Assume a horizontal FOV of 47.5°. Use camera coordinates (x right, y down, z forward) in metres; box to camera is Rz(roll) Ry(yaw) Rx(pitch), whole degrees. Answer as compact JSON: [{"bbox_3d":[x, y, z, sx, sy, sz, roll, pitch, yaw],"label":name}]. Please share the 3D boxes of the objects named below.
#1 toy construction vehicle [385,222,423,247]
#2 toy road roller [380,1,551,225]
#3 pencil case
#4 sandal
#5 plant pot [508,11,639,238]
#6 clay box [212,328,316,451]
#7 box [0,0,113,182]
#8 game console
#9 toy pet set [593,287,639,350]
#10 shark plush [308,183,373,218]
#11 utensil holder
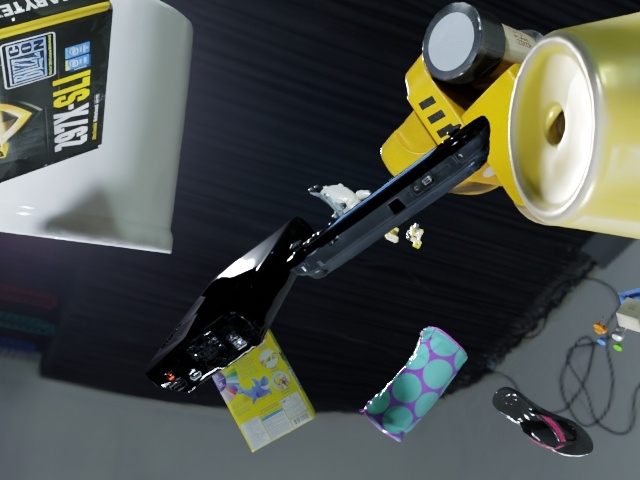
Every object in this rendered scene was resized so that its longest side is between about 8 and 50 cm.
[{"bbox_3d":[0.167,-0.025,1.478,0.035,0.086,0.098,-61,7,27],"label":"toy construction vehicle"},{"bbox_3d":[0.226,-0.117,0.930,0.240,0.203,0.329,-49,54,36],"label":"toy road roller"},{"bbox_3d":[0.122,0.185,0.944,0.070,0.064,0.151,38,89,30],"label":"pencil case"},{"bbox_3d":[0.362,0.308,1.196,0.067,0.179,0.040,-61,-4,30],"label":"sandal"},{"bbox_3d":[0.308,-0.101,0.633,0.254,0.239,0.253,178,90,-81],"label":"plant pot"},{"bbox_3d":[-0.116,0.244,1.295,0.222,0.127,0.053,61,-178,6],"label":"clay box"},{"bbox_3d":[-0.369,-0.158,0.798,0.079,0.257,0.322,59,154,8],"label":"box"},{"bbox_3d":[0.000,0.000,0.658,0.361,0.044,0.213,-35,12,24],"label":"game console"},{"bbox_3d":[0.534,0.137,1.235,0.122,0.114,0.065,19,56,46],"label":"toy pet set"},{"bbox_3d":[0.024,-0.062,1.318,0.161,0.073,0.067,21,129,36],"label":"shark plush"},{"bbox_3d":[-0.382,-0.188,1.194,0.328,0.328,0.385,179,99,-69],"label":"utensil holder"}]
